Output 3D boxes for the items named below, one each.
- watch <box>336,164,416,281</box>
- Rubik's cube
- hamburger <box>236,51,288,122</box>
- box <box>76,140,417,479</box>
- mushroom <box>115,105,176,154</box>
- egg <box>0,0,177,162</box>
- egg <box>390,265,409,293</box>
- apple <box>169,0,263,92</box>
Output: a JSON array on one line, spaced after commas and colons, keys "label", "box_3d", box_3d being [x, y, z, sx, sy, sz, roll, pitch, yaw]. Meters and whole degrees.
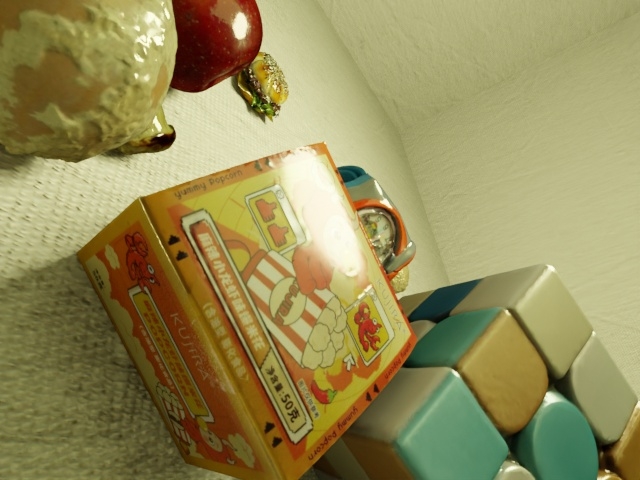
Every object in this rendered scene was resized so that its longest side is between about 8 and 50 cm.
[{"label": "watch", "box_3d": [0.000, 0.000, 0.850, 0.241, 0.305, 0.274, 57, -7, -29]}, {"label": "Rubik's cube", "box_3d": [0.205, 0.284, 0.618, 0.347, 0.347, 0.344, -33, 92, -30]}, {"label": "hamburger", "box_3d": [-0.140, -0.396, 1.069, 0.164, 0.093, 0.189, 31, 42, -56]}, {"label": "box", "box_3d": [-0.071, 0.068, 0.498, 0.260, 0.214, 0.283, -30, 95, -47]}, {"label": "mushroom", "box_3d": [-0.307, -0.251, 0.557, 0.312, 0.081, 0.100, 57, 22, -17]}, {"label": "egg", "box_3d": [-0.252, -0.198, 0.425, 0.203, 0.245, 0.203, 31, -1, 1]}, {"label": "egg", "box_3d": [0.238, 0.108, 1.400, 0.118, 0.116, 0.140, 96, -24, -75]}, {"label": "apple", "box_3d": [-0.210, -0.359, 0.702, 0.201, 0.218, 0.218, 55, 24, -25]}]
